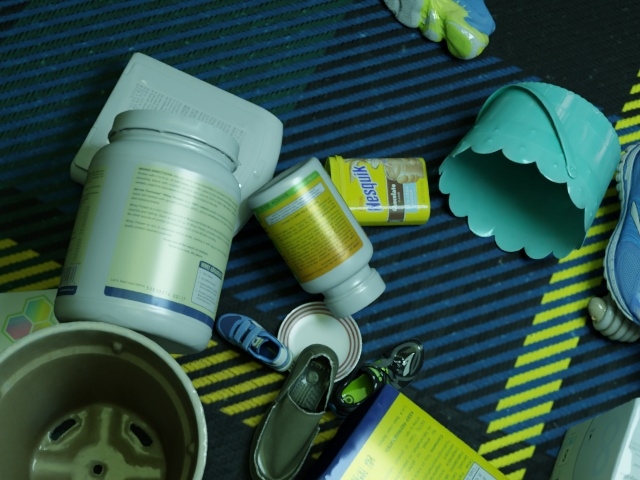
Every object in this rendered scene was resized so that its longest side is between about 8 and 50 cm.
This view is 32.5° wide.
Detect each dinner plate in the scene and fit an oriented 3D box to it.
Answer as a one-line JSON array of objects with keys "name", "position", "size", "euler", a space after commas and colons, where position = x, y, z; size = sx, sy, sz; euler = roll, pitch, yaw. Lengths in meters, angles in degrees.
[{"name": "dinner plate", "position": [-0.002, 0.172, 1.830], "size": [0.141, 0.017, 0.141], "euler": [2, 71, -7]}]

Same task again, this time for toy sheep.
[{"name": "toy sheep", "position": [0.515, 0.131, 1.870], "size": [0.132, 0.091, 0.091], "euler": [23, 70, -4]}]

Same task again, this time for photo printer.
[{"name": "photo printer", "position": [-0.230, -0.151, 1.862], "size": [0.307, 0.107, 0.256], "euler": [24, 72, 1]}]

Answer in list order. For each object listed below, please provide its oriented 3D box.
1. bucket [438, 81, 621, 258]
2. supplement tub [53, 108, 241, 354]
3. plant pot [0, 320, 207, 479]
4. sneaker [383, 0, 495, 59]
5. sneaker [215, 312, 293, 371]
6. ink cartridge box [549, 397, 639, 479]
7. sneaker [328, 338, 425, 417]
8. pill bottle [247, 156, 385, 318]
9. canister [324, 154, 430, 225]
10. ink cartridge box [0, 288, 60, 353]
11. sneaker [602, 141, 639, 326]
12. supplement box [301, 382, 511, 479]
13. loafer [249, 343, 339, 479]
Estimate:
[{"name": "bucket", "position": [0.356, -0.121, 1.844], "size": [0.281, 0.281, 0.183], "euler": [33, 64, 5]}, {"name": "supplement tub", "position": [-0.251, -0.009, 1.649], "size": [0.235, 0.235, 0.325], "euler": [12, 75, -3]}, {"name": "plant pot", "position": [-0.334, 0.317, 1.588], "size": [0.334, 0.305, 0.334], "euler": [2, 71, -6]}, {"name": "sneaker", "position": [0.223, -0.435, 2.037], "size": [0.240, 0.091, 0.126], "euler": [43, 54, 8]}, {"name": "sneaker", "position": [-0.110, 0.160, 1.791], "size": [0.144, 0.059, 0.053], "euler": [28, 84, 14]}, {"name": "ink cartridge box", "position": [0.391, 0.443, 1.631], "size": [0.091, 0.308, 0.385], "euler": [26, 71, 1]}, {"name": "sneaker", "position": [0.098, 0.226, 1.791], "size": [0.188, 0.078, 0.067], "euler": [-32, 78, -16]}, {"name": "pill bottle", "position": [0.000, 0.000, 1.789], "size": [0.136, 0.136, 0.246], "euler": [-35, 99, -16]}, {"name": "canister", "position": [0.098, -0.084, 1.899], "size": [0.170, 0.073, 0.126], "euler": [-2, 72, -9]}, {"name": "ink cartridge box", "position": [-0.442, 0.139, 1.764], "size": [0.209, 0.062, 0.109], "euler": [-3, 71, -8]}, {"name": "sneaker", "position": [0.555, -0.016, 1.799], "size": [0.130, 0.147, 0.330], "euler": [6, 79, -16]}, {"name": "supplement box", "position": [0.156, 0.418, 1.644], "size": [0.356, 0.195, 0.194], "euler": [39, 60, 2]}, {"name": "loafer", "position": [-0.043, 0.277, 1.744], "size": [0.094, 0.087, 0.251], "euler": [21, 78, 1]}]
